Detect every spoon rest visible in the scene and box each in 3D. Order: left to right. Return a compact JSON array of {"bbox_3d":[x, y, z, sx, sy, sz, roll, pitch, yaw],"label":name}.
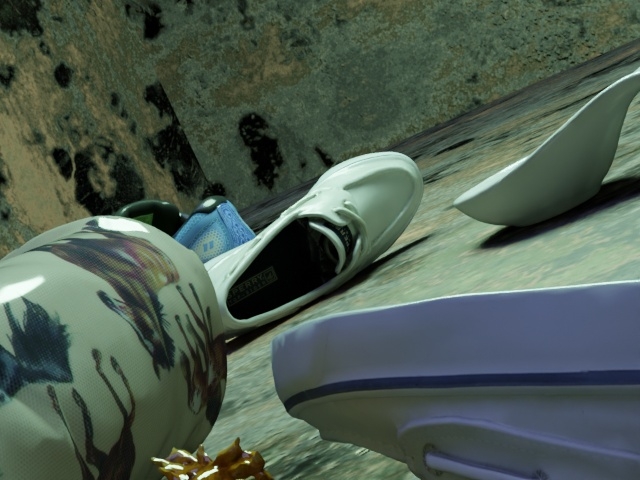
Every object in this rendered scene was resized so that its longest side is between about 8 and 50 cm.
[{"bbox_3d":[0.211,-0.076,1.055,0.137,0.084,0.276,-30,7,-42],"label":"spoon rest"}]

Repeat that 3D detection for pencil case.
[{"bbox_3d":[-0.174,0.107,0.628,0.183,0.160,0.410,-48,-2,17],"label":"pencil case"}]

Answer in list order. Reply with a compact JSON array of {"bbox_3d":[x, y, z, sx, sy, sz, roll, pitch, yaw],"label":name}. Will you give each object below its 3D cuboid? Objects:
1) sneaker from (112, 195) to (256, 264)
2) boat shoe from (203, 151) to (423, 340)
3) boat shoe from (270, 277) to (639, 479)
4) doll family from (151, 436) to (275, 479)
[{"bbox_3d":[-0.179,0.031,1.490,0.330,0.147,0.130,-22,6,41],"label":"sneaker"},{"bbox_3d":[0.000,0.000,1.250,0.267,0.096,0.088,-29,10,-26],"label":"boat shoe"},{"bbox_3d":[0.065,0.056,0.386,0.095,0.084,0.258,0,-6,-29],"label":"boat shoe"},{"bbox_3d":[-0.085,0.113,0.342,0.263,0.118,0.163,-21,7,44],"label":"doll family"}]
